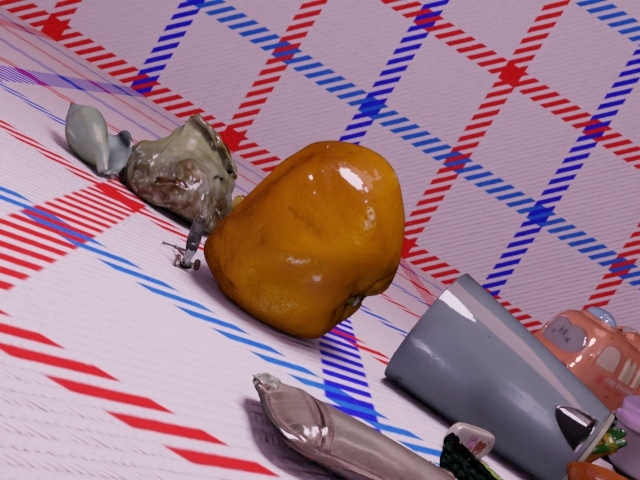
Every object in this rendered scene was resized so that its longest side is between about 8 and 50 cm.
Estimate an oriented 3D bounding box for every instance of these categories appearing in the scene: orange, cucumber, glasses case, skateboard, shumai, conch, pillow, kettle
[{"bbox_3d":[0.000,0.000,1.113,0.183,0.249,0.249,49,5,-1],"label":"orange"},{"bbox_3d":[0.167,0.239,0.820,0.070,0.046,0.220,32,6,-28],"label":"cucumber"},{"bbox_3d":[0.159,0.214,1.048,0.083,0.032,0.021,27,11,-47],"label":"glasses case"},{"bbox_3d":[-0.152,-0.003,1.116,0.032,0.064,0.083,16,1,-22],"label":"skateboard"},{"bbox_3d":[-0.177,-0.102,1.399,0.184,0.142,0.184,30,3,-2],"label":"shumai"},{"bbox_3d":[-0.317,-0.143,1.379,0.088,0.065,0.180,26,22,-49],"label":"conch"},{"bbox_3d":[0.047,0.171,0.763,0.232,0.038,0.130,31,2,-19],"label":"pillow"},{"bbox_3d":[0.214,0.187,1.185,0.243,0.160,0.211,40,-22,14],"label":"kettle"}]

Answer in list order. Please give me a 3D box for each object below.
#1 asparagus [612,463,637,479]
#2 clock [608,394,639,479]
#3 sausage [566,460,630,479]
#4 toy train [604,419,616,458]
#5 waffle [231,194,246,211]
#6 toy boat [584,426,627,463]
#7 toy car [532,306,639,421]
[{"bbox_3d":[0.511,0.394,1.502,0.233,0.022,0.023,-138,-146,-72],"label":"asparagus"},{"bbox_3d":[0.582,0.332,1.409,0.338,0.102,0.338,16,6,-2],"label":"clock"},{"bbox_3d":[0.360,0.322,0.972,0.300,0.083,0.089,33,2,38],"label":"sausage"},{"bbox_3d":[0.471,0.319,1.698,0.170,0.071,0.111,39,3,32],"label":"toy train"},{"bbox_3d":[-0.076,-0.019,1.709,0.149,0.051,0.194,28,2,-42],"label":"waffle"},{"bbox_3d":[0.324,0.248,1.385,0.229,0.088,0.089,32,6,-8],"label":"toy boat"},{"bbox_3d":[0.517,0.240,1.893,0.270,0.212,0.180,29,7,-31],"label":"toy car"}]
